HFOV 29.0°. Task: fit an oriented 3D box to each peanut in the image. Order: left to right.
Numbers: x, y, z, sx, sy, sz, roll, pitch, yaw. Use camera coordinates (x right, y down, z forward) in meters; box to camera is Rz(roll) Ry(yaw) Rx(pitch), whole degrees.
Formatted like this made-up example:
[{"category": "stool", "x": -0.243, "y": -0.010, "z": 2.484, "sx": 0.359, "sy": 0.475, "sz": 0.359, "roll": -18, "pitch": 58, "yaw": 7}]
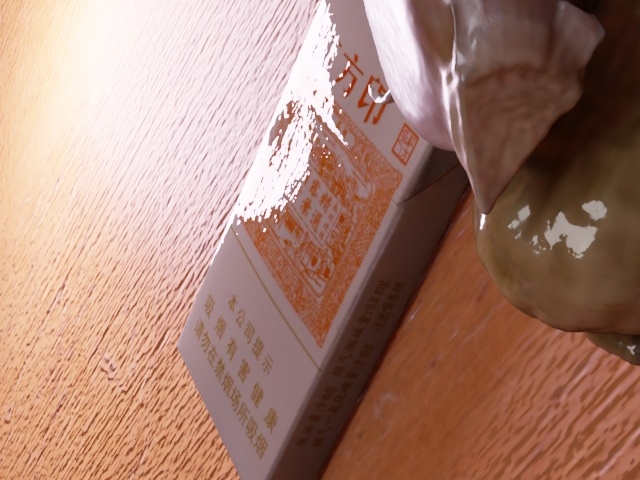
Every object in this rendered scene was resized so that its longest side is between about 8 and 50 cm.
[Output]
[{"category": "peanut", "x": 0.176, "y": -0.086, "z": 0.589, "sx": 0.143, "sy": 0.159, "sz": 0.291, "roll": 22, "pitch": 88, "yaw": 20}]

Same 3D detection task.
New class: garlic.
[{"category": "garlic", "x": 0.061, "y": -0.130, "z": 0.610, "sx": 0.148, "sy": 0.128, "sz": 0.266, "roll": -51, "pitch": 8, "yaw": 8}]

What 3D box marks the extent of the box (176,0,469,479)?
[{"category": "box", "x": 0.000, "y": 0.000, "z": 0.936, "sx": 0.365, "sy": 0.051, "sz": 0.204, "roll": -65, "pitch": 35, "yaw": 24}]
